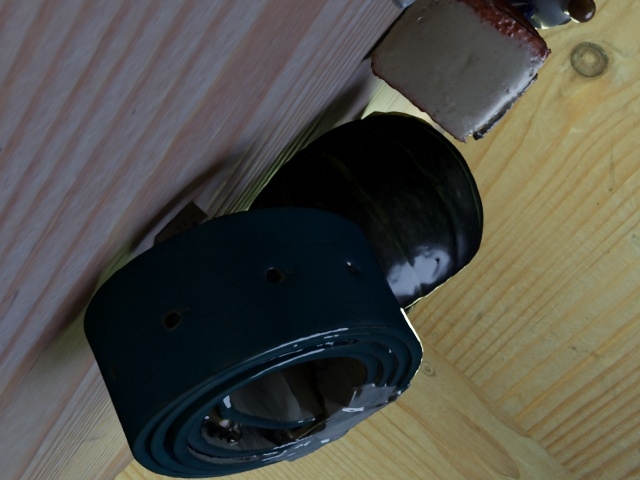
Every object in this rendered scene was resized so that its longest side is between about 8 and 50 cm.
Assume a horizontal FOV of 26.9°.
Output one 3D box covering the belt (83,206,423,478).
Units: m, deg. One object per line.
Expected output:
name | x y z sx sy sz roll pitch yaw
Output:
belt | -0.059 0.115 1.366 0.300 0.173 0.436 -27 163 6

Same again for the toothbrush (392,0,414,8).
toothbrush | 0.136 -0.295 1.440 0.025 0.019 0.276 -40 -178 40

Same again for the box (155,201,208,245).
box | -0.138 -0.002 1.321 0.053 0.024 0.083 -46 178 -16

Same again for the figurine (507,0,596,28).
figurine | 0.273 -0.340 1.863 0.274 0.133 0.194 -25 -150 1

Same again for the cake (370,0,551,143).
cake | 0.133 -0.256 1.593 0.158 0.160 0.262 -49 -149 15

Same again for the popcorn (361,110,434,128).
popcorn | 0.095 -0.070 1.956 0.226 0.200 0.203 -22 -138 29

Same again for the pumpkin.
pumpkin | 0.050 -0.014 1.678 0.323 0.241 0.323 -38 177 -2
